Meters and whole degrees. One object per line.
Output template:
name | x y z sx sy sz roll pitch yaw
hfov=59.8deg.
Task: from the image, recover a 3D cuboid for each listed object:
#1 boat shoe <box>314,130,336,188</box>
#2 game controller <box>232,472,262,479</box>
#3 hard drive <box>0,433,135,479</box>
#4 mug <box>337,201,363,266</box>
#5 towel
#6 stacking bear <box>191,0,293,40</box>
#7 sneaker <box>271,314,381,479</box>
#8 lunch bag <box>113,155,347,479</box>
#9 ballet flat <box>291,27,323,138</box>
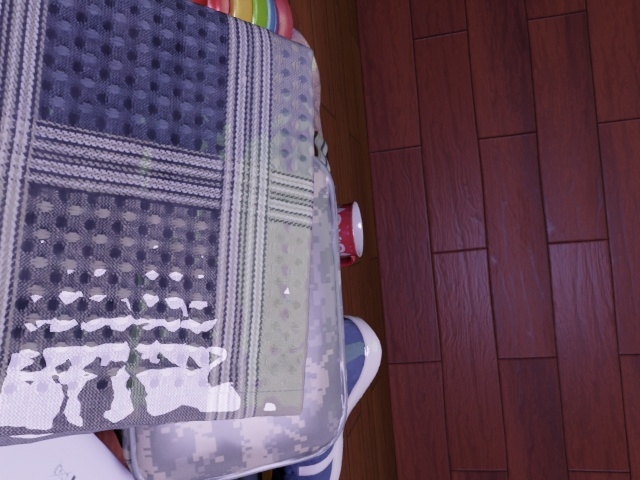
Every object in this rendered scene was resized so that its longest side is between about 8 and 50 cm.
boat shoe | -0.057 -0.065 0.935 0.500 0.187 0.156 -74 150 -69
game controller | -0.122 0.301 0.816 0.166 0.067 0.319 107 -21 -87
hard drive | -0.183 0.271 0.381 0.353 0.047 0.233 61 23 -25
mug | -0.002 0.001 1.157 0.113 0.169 0.150 -60 143 -68
towel | -0.145 -0.028 0.387 0.312 0.056 0.324 8 78 -33
stacking bear | -0.154 -0.280 0.681 0.289 0.164 0.175 -36 120 -69
sneaker | -0.042 0.265 0.801 0.148 0.131 0.350 6 107 -38
lunch bag | -0.116 0.057 0.578 0.256 0.213 0.305 -3 -88 64
ballet flat | -0.052 -0.298 1.218 0.106 0.108 0.316 -59 143 -46
